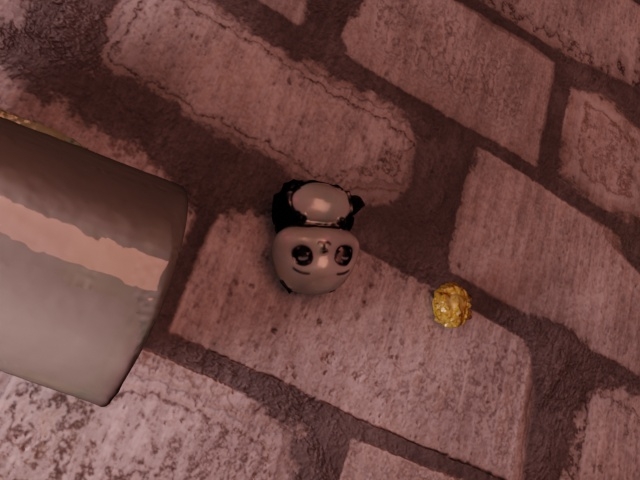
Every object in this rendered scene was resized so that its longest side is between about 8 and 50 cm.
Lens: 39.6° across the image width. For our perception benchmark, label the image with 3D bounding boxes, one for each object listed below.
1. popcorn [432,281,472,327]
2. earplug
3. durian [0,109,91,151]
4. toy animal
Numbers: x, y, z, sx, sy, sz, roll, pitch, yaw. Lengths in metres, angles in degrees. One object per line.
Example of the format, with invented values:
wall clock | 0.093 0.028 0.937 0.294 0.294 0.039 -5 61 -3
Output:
popcorn | 0.239 0.115 1.602 0.083 0.057 0.082 -21 76 -30
earplug | -0.405 0.008 1.128 0.394 0.313 0.312 21 62 -19
durian | -0.456 -0.145 1.257 0.252 0.139 0.144 25 57 -19
toy animal | 0.000 0.000 1.461 0.166 0.138 0.179 5 63 -11
